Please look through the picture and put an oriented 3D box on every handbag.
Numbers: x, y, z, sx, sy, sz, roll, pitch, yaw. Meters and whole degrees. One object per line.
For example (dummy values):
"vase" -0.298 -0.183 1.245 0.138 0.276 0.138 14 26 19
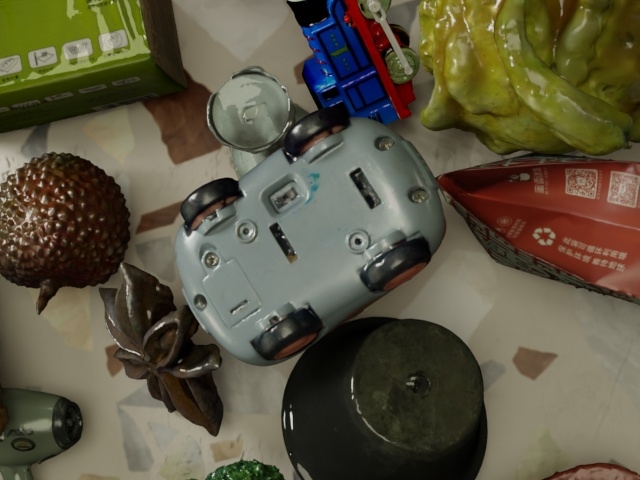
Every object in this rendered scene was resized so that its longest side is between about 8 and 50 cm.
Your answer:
"handbag" 0.273 -0.027 1.418 0.298 0.171 0.151 17 91 12

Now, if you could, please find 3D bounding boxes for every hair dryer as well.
"hair dryer" -0.396 0.293 1.537 0.229 0.092 0.267 10 95 16

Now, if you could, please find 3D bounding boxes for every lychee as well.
"lychee" -0.295 -0.005 1.502 0.165 0.165 0.198 -4 71 7

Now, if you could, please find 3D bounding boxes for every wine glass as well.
"wine glass" -0.060 -0.123 1.474 0.122 0.183 0.122 -1 78 6

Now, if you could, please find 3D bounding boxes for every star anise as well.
"star anise" -0.179 0.113 1.476 0.197 0.212 0.073 37 58 23

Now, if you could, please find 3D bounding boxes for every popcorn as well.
"popcorn" 0.234 -0.208 1.364 0.289 0.321 0.326 -7 53 11

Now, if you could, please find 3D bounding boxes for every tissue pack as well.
"tissue pack" -0.313 -0.228 1.509 0.274 0.200 0.167 -11 84 6

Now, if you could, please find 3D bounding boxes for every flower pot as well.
"flower pot" 0.086 0.171 1.405 0.235 0.148 0.235 5 67 -11

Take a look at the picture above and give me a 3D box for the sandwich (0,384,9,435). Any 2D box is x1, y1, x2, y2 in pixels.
"sandwich" -0.499 0.089 1.499 0.262 0.131 0.326 -17 75 24

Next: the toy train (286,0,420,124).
"toy train" 0.031 -0.217 1.467 0.131 0.204 0.083 -23 37 7

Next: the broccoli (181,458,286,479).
"broccoli" -0.078 0.367 1.385 0.269 0.270 0.270 2 85 -20

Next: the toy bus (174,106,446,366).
"toy bus" 0.000 0.000 1.424 0.287 0.232 0.194 -35 78 11

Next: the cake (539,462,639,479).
"cake" 0.254 0.344 1.406 0.282 0.151 0.177 -19 70 5
